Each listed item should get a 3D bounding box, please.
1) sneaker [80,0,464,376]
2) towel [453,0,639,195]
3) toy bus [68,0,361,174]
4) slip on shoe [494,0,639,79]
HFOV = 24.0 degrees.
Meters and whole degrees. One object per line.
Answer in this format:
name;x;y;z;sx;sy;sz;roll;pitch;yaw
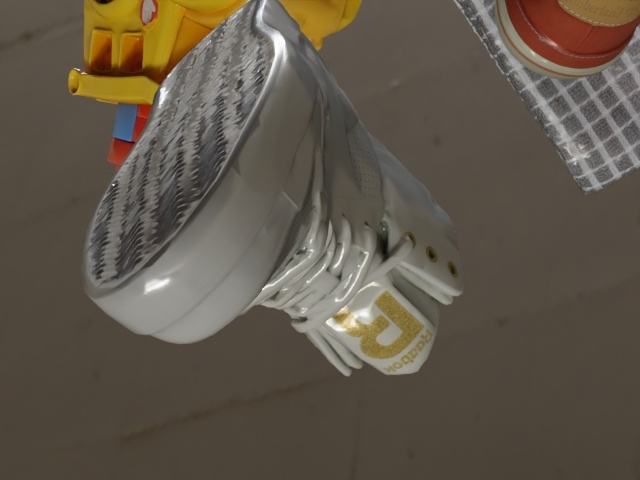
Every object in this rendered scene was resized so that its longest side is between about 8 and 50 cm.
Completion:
sneaker;0.000;0.000;0.644;0.108;0.169;0.292;-37;-165;17
towel;0.227;-0.209;1.178;0.235;0.284;0.121;-34;-173;13
toy bus;-0.081;-0.129;1.047;0.220;0.149;0.211;11;-89;52
slip on shoe;0.175;-0.261;0.911;0.101;0.123;0.331;134;-32;-68
